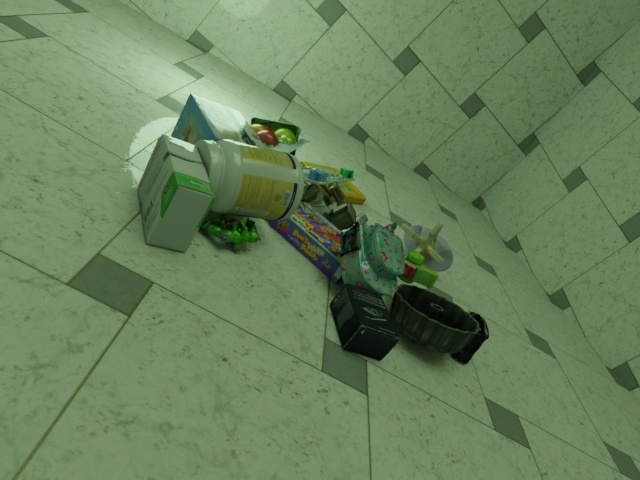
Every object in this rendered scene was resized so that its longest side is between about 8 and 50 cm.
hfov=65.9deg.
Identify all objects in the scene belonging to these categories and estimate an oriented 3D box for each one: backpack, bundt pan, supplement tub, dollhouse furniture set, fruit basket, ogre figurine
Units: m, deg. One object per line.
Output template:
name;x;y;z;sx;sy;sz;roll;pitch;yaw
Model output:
backpack;0.179;0.076;1.716;0.225;0.191;0.253;30;53;-39
bundt pan;0.391;0.288;1.766;0.331;0.124;0.331;21;16;-6
supplement tub;-0.248;-0.196;1.614;0.331;0.241;0.241;6;36;-36
dollhouse furniture set;0.053;-0.145;2.083;0.183;0.129;0.129;59;16;-21
fruit basket;-0.244;-0.446;2.249;0.327;0.165;0.353;13;30;11
ogre figurine;-0.276;-0.031;1.574;0.197;0.096;0.118;26;11;-47

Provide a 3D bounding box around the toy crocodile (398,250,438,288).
toy crocodile;0.289;0.072;1.888;0.341;0.115;0.105;35;25;15

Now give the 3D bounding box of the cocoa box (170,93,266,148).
cocoa box;-0.387;-0.341;1.833;0.228;0.231;0.347;12;32;-40

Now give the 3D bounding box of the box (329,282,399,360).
box;0.135;0.255;1.561;0.153;0.108;0.207;24;26;-24

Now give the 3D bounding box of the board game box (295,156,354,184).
board game box;-0.084;-0.328;2.231;0.390;0.050;0.390;16;16;21

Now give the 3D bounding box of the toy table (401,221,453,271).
toy table;0.498;0.025;2.334;0.274;0.252;0.161;33;5;23

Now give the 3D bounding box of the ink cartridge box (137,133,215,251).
ink cartridge box;-0.427;-0.143;1.435;0.122;0.211;0.289;16;30;-36

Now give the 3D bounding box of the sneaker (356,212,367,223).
sneaker;0.158;-0.028;2.164;0.115;0.105;0.281;46;32;-5

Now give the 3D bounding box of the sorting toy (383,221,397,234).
sorting toy;0.307;-0.001;2.205;0.126;0.127;0.365;62;4;2

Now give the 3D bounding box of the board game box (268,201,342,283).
board game box;0.000;0.000;1.897;0.347;0.078;0.233;41;24;13

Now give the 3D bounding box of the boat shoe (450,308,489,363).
boat shoe;0.570;0.323;1.942;0.127;0.158;0.340;30;24;-12

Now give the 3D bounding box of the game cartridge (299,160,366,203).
game cartridge;0.069;-0.302;2.586;0.324;0.052;0.285;-2;43;-53

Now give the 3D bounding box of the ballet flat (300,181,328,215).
ballet flat;-0.073;-0.186;2.082;0.400;0.139;0.139;4;38;-50
